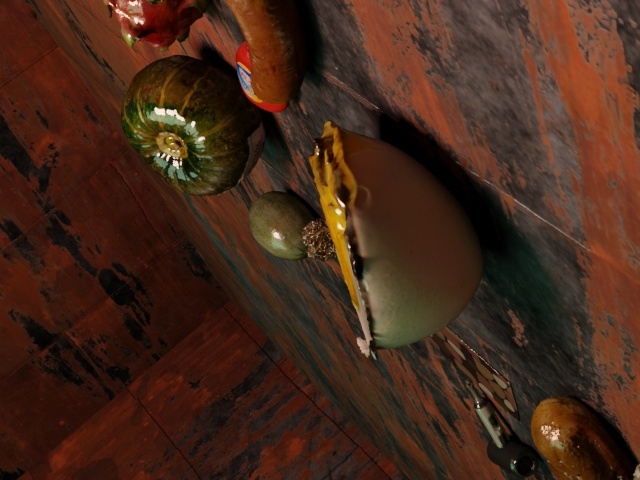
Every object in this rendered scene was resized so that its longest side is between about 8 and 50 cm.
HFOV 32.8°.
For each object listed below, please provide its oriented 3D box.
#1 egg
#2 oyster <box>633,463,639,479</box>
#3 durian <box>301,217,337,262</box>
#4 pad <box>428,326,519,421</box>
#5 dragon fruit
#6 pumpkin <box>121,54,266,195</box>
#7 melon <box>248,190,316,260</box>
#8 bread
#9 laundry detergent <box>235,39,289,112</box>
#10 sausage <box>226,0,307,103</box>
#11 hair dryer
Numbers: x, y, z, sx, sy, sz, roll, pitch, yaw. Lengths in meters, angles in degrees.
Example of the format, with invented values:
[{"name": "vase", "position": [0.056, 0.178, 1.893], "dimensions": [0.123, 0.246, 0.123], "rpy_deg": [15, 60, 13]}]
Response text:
[{"name": "egg", "position": [0.095, -0.014, 1.333], "dimensions": [0.264, 0.174, 0.286], "rpy_deg": [84, 169, -70]}, {"name": "oyster", "position": [0.435, 0.341, 1.284], "dimensions": [0.268, 0.112, 0.198], "rpy_deg": [55, 168, -13]}, {"name": "durian", "position": [0.000, 0.000, 1.955], "dimensions": [0.080, 0.080, 0.091], "rpy_deg": [52, 148, -10]}, {"name": "pad", "position": [0.249, 0.204, 1.848], "dimensions": [0.235, 0.003, 0.158], "rpy_deg": [42, 167, 35]}, {"name": "dragon fruit", "position": [-0.240, -0.370, 1.564], "dimensions": [0.137, 0.135, 0.236], "rpy_deg": [53, 153, 17]}, {"name": "pumpkin", "position": [-0.208, -0.207, 1.850], "dimensions": [0.260, 0.189, 0.260], "rpy_deg": [20, 143, 16]}, {"name": "melon", "position": [-0.071, -0.029, 2.047], "dimensions": [0.167, 0.114, 0.114], "rpy_deg": [39, 165, 36]}, {"name": "bread", "position": [0.404, 0.356, 1.528], "dimensions": [0.344, 0.084, 0.124], "rpy_deg": [54, 169, -22]}, {"name": "laundry detergent", "position": [-0.082, -0.244, 1.541], "dimensions": [0.097, 0.049, 0.165], "rpy_deg": [40, 166, 12]}, {"name": "sausage", "position": [-0.065, -0.259, 1.345], "dimensions": [0.103, 0.076, 0.302], "rpy_deg": [41, 167, 19]}, {"name": "hair dryer", "position": [0.306, 0.327, 1.920], "dimensions": [0.198, 0.057, 0.100], "rpy_deg": [57, 166, -13]}]
